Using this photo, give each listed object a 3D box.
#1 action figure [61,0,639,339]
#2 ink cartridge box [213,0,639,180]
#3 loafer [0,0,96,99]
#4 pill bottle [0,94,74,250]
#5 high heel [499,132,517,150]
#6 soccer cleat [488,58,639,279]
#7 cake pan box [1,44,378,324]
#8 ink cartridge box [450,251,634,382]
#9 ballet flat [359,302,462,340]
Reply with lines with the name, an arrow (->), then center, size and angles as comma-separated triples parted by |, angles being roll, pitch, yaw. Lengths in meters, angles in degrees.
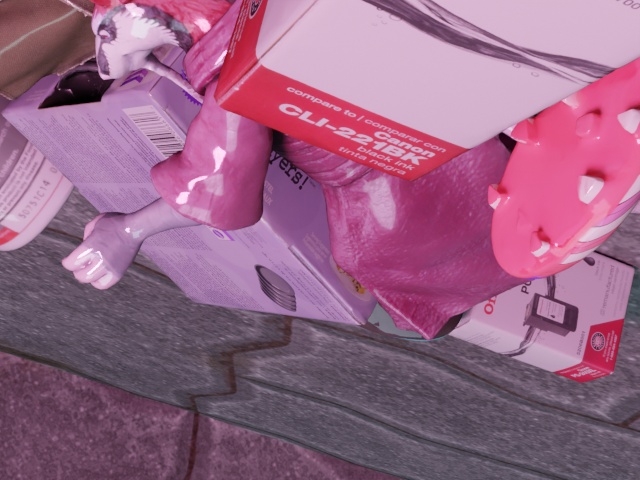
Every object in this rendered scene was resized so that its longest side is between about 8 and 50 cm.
action figure -> 0.017, -0.072, 0.697 | 0.370, 0.248, 0.276 | 28, 158, -37
ink cartridge box -> 0.072, -0.161, 0.473 | 0.114, 0.197, 0.273 | 21, 161, -17
loafer -> -0.215, -0.141, 0.857 | 0.094, 0.087, 0.251 | 30, 157, -35
pill bottle -> -0.351, -0.118, 1.003 | 0.283, 0.161, 0.161 | 31, 157, -36
high heel -> 0.212, -0.069, 0.848 | 0.244, 0.082, 0.117 | 22, 134, 30
soccer cleat -> 0.179, -0.076, 0.618 | 0.095, 0.248, 0.083 | 12, -152, -35
cake pan box -> -0.103, -0.044, 0.941 | 0.246, 0.070, 0.267 | -1, 139, 52
ink cartridge box -> 0.203, 0.055, 1.108 | 0.150, 0.109, 0.063 | 21, 162, -12
ballet flat -> 0.000, 0.000, 1.065 | 0.280, 0.095, 0.096 | 27, 157, 27
